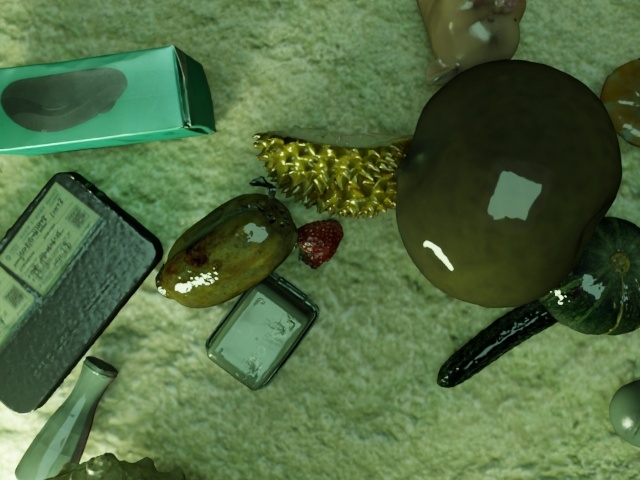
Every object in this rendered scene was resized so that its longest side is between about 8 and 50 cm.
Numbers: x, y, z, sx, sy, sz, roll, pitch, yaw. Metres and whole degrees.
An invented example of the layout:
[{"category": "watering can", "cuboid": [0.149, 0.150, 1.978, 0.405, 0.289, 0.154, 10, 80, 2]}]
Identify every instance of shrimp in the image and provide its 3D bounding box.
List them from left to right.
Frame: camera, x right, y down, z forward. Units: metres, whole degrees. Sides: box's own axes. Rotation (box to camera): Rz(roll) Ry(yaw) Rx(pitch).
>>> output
[{"category": "shrimp", "cuboid": [0.550, -0.211, 1.233, 0.287, 0.063, 0.152, -12, 70, -2]}]

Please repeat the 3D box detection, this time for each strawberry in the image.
[{"category": "strawberry", "cuboid": [0.000, 0.000, 1.286, 0.083, 0.073, 0.073, -29, 92, -11]}]

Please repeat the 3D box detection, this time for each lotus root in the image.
[{"category": "lotus root", "cuboid": [-0.137, 0.019, 1.244, 0.241, 0.124, 0.123, -33, 114, 29]}]

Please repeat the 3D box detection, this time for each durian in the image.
[{"category": "durian", "cuboid": [0.019, -0.098, 1.222, 0.249, 0.183, 0.138, 10, 115, 1]}]

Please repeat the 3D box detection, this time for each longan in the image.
[{"category": "longan", "cuboid": [0.252, -0.080, 1.133, 0.288, 0.288, 0.350, 28, 73, 0]}]

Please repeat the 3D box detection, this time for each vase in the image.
[{"category": "vase", "cuboid": [-0.390, 0.286, 1.318, 0.086, 0.086, 0.214, 28, 90, 0]}]

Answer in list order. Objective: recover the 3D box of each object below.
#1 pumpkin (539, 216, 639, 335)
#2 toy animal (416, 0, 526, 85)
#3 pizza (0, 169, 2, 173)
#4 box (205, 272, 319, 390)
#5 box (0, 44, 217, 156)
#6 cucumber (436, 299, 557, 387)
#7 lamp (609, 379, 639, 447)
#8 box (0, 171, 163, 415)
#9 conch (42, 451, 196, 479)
[{"category": "pumpkin", "cuboid": [0.402, 0.050, 1.225, 0.190, 0.146, 0.190, 10, 67, -23]}, {"category": "toy animal", "cuboid": [0.206, -0.351, 1.208, 0.166, 0.154, 0.250, -9, 90, -17]}, {"category": "pizza", "cuboid": [-0.564, -0.122, 1.322, 0.122, 0.026, 0.109, -19, 90, 6]}, {"category": "box", "cuboid": [-0.092, 0.142, 1.285, 0.124, 0.093, 0.172, 35, 95, -1]}, {"category": "box", "cuboid": [-0.325, -0.195, 1.218, 0.311, 0.205, 0.118, -6, 96, 4]}, {"category": "cucumber", "cuboid": [0.266, 0.159, 1.293, 0.214, 0.058, 0.052, -35, 48, 6]}, {"category": "lamp", "cuboid": [0.488, 0.259, 1.263, 0.105, 0.105, 0.105, 0, 94, 3]}, {"category": "box", "cuboid": [-0.425, 0.082, 1.315, 0.211, 0.058, 0.350, 40, 95, 1]}, {"category": "conch", "cuboid": [-0.262, 0.441, 1.268, 0.297, 0.210, 0.352, 8, 139, 17]}]
